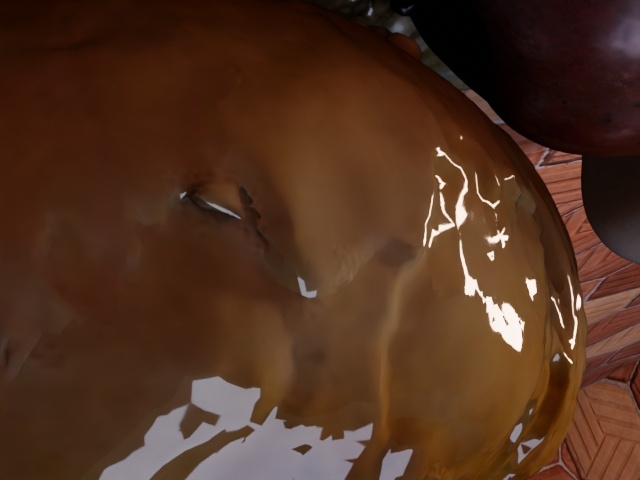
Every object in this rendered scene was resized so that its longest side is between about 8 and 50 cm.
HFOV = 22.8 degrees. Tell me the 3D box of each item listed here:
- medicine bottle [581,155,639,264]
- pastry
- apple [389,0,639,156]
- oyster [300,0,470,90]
[{"bbox_3d":[0.264,-0.124,0.766,0.123,0.282,0.375,18,162,-17],"label":"medicine bottle"},{"bbox_3d":[-0.091,0.029,0.639,0.409,0.245,0.409,-14,165,-4],"label":"pastry"},{"bbox_3d":[0.129,-0.147,0.651,0.234,0.234,0.234,-21,166,-6],"label":"apple"},{"bbox_3d":[-0.010,-0.110,0.807,0.396,0.111,0.204,-14,161,-16],"label":"oyster"}]
